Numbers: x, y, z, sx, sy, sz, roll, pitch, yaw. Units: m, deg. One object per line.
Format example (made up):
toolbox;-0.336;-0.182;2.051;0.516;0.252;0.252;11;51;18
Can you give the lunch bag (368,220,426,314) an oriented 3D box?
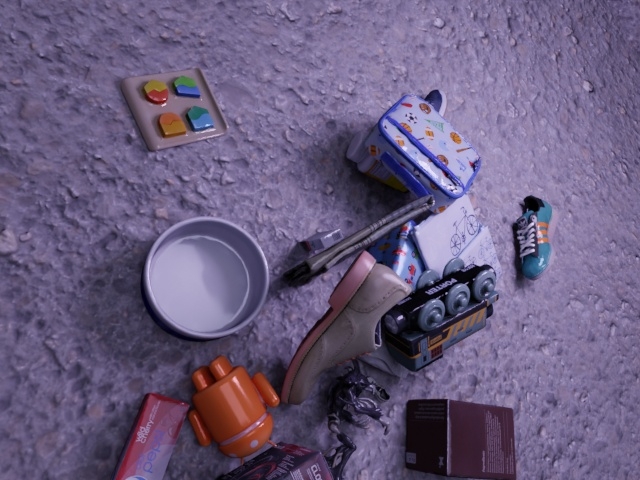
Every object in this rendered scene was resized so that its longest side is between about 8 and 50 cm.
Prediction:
lunch bag;0.263;0.116;1.351;0.293;0.138;0.220;33;60;-27

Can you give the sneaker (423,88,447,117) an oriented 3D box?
sneaker;0.279;-0.373;1.515;0.153;0.099;0.282;28;67;-17

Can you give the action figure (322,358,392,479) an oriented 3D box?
action figure;0.073;0.402;1.136;0.141;0.164;0.275;19;75;-9

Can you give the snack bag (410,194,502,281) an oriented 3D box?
snack bag;0.389;0.039;1.385;0.323;0.037;0.342;-41;113;-39

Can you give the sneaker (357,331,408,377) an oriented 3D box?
sneaker;0.136;0.273;1.250;0.235;0.095;0.090;38;55;-33

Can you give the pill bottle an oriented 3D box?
pill bottle;0.185;-0.222;1.409;0.215;0.117;0.117;24;65;-17

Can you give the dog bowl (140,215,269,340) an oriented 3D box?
dog bowl;-0.253;0.087;1.104;0.265;0.104;0.264;8;70;-24

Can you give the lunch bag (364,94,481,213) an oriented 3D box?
lunch bag;0.274;-0.222;1.311;0.303;0.115;0.243;42;49;0

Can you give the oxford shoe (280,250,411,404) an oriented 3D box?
oxford shoe;0.043;0.219;1.070;0.147;0.396;0.140;32;21;4

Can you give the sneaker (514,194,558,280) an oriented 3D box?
sneaker;0.663;-0.014;1.587;0.121;0.108;0.302;33;54;-12

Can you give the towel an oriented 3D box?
towel;0.077;0.014;1.143;0.324;0.312;0.056;-28;88;-15

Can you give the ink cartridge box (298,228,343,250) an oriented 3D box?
ink cartridge box;0.000;0.000;1.253;0.063;0.115;0.029;-27;98;-30

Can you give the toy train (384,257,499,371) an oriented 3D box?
toy train;0.293;0.172;1.208;0.334;0.142;0.190;-22;119;-28

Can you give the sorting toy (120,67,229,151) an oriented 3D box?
sorting toy;-0.350;-0.327;1.229;0.208;0.038;0.192;-23;85;-30

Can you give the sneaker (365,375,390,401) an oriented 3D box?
sneaker;0.140;0.364;1.244;0.083;0.037;0.032;45;62;-5

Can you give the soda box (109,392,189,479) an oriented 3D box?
soda box;-0.342;0.430;0.956;0.084;0.092;0.263;24;65;-16

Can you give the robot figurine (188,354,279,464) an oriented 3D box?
robot figurine;-0.179;0.349;1.041;0.158;0.128;0.219;-28;87;-37

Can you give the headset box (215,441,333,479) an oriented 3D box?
headset box;-0.116;0.502;0.971;0.293;0.218;0.110;-21;85;-30

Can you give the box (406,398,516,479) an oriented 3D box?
box;0.340;0.482;1.227;0.203;0.168;0.166;15;68;-22
